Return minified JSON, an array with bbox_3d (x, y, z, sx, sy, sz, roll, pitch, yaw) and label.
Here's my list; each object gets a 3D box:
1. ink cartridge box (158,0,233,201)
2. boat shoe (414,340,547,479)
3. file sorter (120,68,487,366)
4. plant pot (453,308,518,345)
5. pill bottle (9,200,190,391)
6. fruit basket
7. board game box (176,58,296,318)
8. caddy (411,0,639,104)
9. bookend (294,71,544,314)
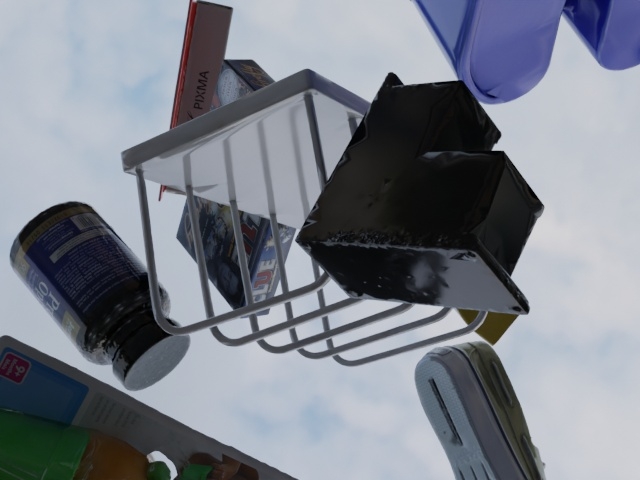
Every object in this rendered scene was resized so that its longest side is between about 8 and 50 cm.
[{"bbox_3d":[-0.189,-0.212,1.677,0.066,0.296,0.261,9,-170,-8],"label":"ink cartridge box"},{"bbox_3d":[0.204,0.250,1.211,0.094,0.109,0.302,-17,-97,-32],"label":"boat shoe"},{"bbox_3d":[0.000,0.000,0.962,0.278,0.193,0.173,18,-123,-55],"label":"file sorter"},{"bbox_3d":[0.228,0.085,1.584,0.083,0.081,0.081,32,-168,-31],"label":"plant pot"},{"bbox_3d":[-0.252,0.065,1.283,0.123,0.122,0.219,-27,-119,-36],"label":"pill bottle"},{"bbox_3d":[-0.198,0.292,1.007,0.353,0.327,0.165,30,-158,-3],"label":"fruit basket"},{"bbox_3d":[-0.083,-0.058,1.243,0.042,0.243,0.165,-6,-142,-36],"label":"board game box"},{"bbox_3d":[0.175,-0.260,0.812,0.241,0.341,0.179,-15,-116,-11],"label":"caddy"},{"bbox_3d":[0.088,-0.039,0.753,0.072,0.156,0.157,46,-119,-35],"label":"bookend"}]
